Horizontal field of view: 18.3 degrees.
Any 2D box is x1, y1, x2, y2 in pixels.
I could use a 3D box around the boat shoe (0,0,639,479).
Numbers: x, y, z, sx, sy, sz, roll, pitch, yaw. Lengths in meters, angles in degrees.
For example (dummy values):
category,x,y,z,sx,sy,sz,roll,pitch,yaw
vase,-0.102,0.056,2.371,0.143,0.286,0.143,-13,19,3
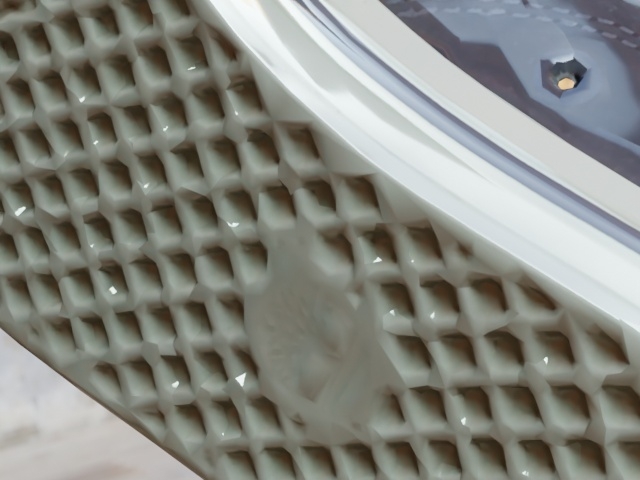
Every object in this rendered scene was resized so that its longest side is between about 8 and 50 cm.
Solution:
category,x,y,z,sx,sy,sz,roll,pitch,yaw
boat shoe,0.000,-0.044,0.539,0.156,0.500,0.187,-28,-28,-46
